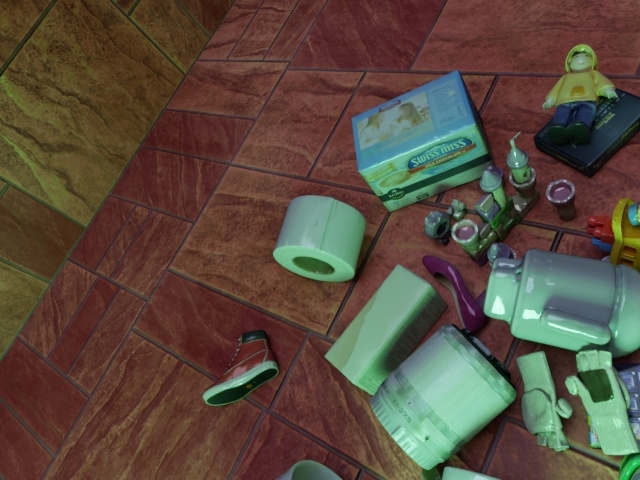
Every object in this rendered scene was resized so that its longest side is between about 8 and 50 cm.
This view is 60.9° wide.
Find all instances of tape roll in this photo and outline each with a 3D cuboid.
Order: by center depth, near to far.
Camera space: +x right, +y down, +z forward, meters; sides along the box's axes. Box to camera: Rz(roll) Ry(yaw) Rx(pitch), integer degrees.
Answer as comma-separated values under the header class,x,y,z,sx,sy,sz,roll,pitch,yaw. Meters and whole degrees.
class,x,y,z,sx,sy,sz,roll,pitch,yaw
tape roll,0.000,0.000,1.605,0.246,0.246,0.169,0,63,34

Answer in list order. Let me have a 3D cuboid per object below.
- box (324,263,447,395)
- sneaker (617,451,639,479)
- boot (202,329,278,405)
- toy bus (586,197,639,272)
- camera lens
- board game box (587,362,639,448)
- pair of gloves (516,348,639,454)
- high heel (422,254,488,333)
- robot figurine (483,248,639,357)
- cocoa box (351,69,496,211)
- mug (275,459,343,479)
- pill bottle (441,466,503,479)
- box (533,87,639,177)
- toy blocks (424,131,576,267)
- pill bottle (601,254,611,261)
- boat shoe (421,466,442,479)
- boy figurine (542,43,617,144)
class,x,y,z,sx,sy,sz,roll,pitch,yaw
box,0.174,0.233,1.412,0.311,0.148,0.121,-50,47,-5
sneaker,0.573,0.526,0.973,0.110,0.123,0.295,-7,63,31
boot,-0.255,0.376,1.648,0.244,0.088,0.176,-30,49,4
toy bus,0.682,-0.024,1.160,0.212,0.220,0.149,18,60,30
camera lens,0.277,0.342,1.223,0.274,0.219,0.219,-44,48,3
board game box,0.621,0.338,1.113,0.141,0.048,0.170,-7,59,28
pair of gloves,0.506,0.327,1.110,0.240,0.042,0.204,-23,69,55
high heel,0.332,0.136,1.411,0.117,0.082,0.244,-44,60,-11
robot figurine,0.538,0.132,1.161,0.354,0.199,0.300,11,24,18
cocoa box,0.297,-0.284,1.596,0.347,0.228,0.231,-20,53,22
mug,-0.082,0.686,1.243,0.328,0.276,0.374,-45,17,11
pill bottle,0.289,0.642,1.033,0.210,0.210,0.362,1,62,34
box,0.718,-0.300,1.441,0.233,0.059,0.183,-44,48,2
toy blocks,0.425,-0.096,1.373,0.288,0.260,0.309,-50,48,-2
pill bottle,0.678,0.076,1.242,0.043,0.043,0.083,-33,49,12
boat shoe,0.259,0.581,1.208,0.056,0.048,0.152,-15,58,-3
boy figurine,0.680,-0.387,1.423,0.177,0.092,0.285,4,66,40
